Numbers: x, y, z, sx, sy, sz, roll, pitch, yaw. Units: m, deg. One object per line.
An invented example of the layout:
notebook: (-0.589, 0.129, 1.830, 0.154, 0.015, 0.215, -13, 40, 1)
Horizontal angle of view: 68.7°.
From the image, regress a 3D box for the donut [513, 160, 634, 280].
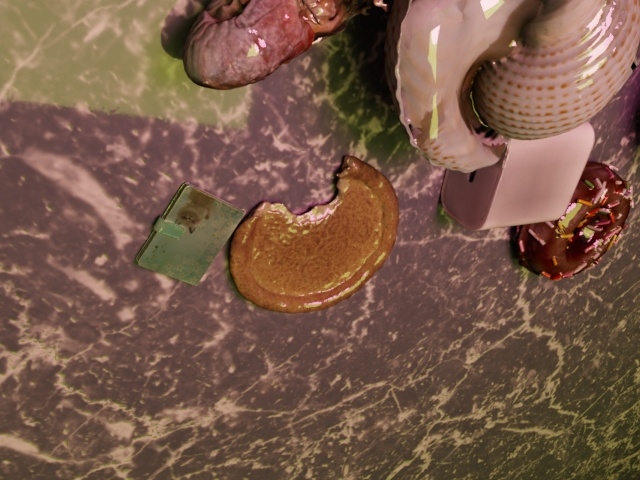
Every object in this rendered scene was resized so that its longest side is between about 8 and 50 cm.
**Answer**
donut: (0.520, -0.033, 0.958, 0.269, 0.103, 0.270, -15, 125, -22)

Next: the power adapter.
power adapter: (0.352, -0.125, 0.799, 0.255, 0.124, 0.187, -8, 124, -24)

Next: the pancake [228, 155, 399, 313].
pancake: (0.000, 0.000, 0.747, 0.288, 0.033, 0.286, 8, 116, -31)

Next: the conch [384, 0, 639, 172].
conch: (0.205, -0.250, 0.554, 0.302, 0.215, 0.319, -26, 133, 6)

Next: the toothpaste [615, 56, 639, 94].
toothpaste: (0.370, -0.343, 0.698, 0.336, 0.081, 0.067, 28, 101, -37)

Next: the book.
book: (-0.183, -0.006, 0.655, 0.103, 0.017, 0.135, 28, 104, -38)

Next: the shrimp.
shrimp: (-0.005, -0.276, 0.506, 0.343, 0.145, 0.116, -42, 116, -11)
